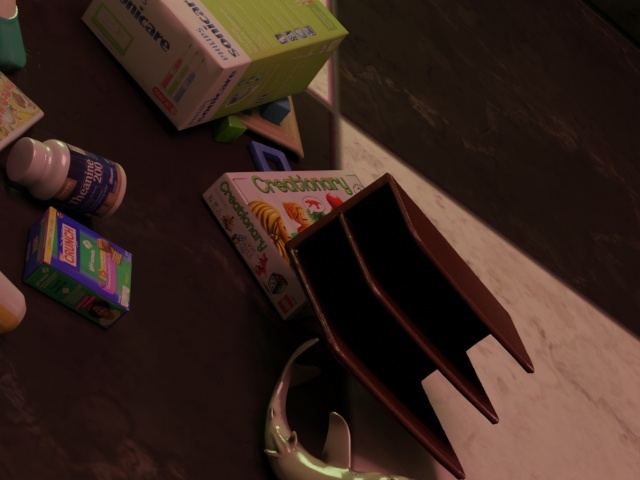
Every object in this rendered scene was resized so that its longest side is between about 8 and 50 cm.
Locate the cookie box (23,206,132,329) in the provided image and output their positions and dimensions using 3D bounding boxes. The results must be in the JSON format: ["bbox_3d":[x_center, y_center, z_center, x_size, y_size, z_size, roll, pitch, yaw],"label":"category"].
[{"bbox_3d":[-0.249,0.028,1.665,0.107,0.040,0.092,32,31,-27],"label":"cookie box"}]

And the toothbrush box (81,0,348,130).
[{"bbox_3d":[-0.133,-0.280,2.105,0.206,0.122,0.283,48,35,12],"label":"toothbrush box"}]

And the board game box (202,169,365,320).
[{"bbox_3d":[0.000,0.000,2.061,0.193,0.053,0.305,56,27,17],"label":"board game box"}]

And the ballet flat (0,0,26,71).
[{"bbox_3d":[-0.404,-0.308,1.843,0.247,0.087,0.083,51,26,7],"label":"ballet flat"}]

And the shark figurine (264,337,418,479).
[{"bbox_3d":[-0.005,0.241,1.714,0.278,0.166,0.116,50,-6,47],"label":"shark figurine"}]

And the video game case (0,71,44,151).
[{"bbox_3d":[-0.398,-0.175,1.691,0.206,0.026,0.227,44,15,-8],"label":"video game case"}]

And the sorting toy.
[{"bbox_3d":[-0.097,-0.218,2.222,0.196,0.047,0.347,29,31,-33],"label":"sorting toy"}]

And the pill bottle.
[{"bbox_3d":[-0.273,-0.069,1.732,0.120,0.067,0.067,21,37,-42],"label":"pill bottle"}]

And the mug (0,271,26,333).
[{"bbox_3d":[-0.316,0.062,1.517,0.064,0.078,0.062,41,-7,-32],"label":"mug"}]

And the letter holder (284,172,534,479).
[{"bbox_3d":[0.122,0.110,1.870,0.302,0.152,0.214,47,13,-39],"label":"letter holder"}]
